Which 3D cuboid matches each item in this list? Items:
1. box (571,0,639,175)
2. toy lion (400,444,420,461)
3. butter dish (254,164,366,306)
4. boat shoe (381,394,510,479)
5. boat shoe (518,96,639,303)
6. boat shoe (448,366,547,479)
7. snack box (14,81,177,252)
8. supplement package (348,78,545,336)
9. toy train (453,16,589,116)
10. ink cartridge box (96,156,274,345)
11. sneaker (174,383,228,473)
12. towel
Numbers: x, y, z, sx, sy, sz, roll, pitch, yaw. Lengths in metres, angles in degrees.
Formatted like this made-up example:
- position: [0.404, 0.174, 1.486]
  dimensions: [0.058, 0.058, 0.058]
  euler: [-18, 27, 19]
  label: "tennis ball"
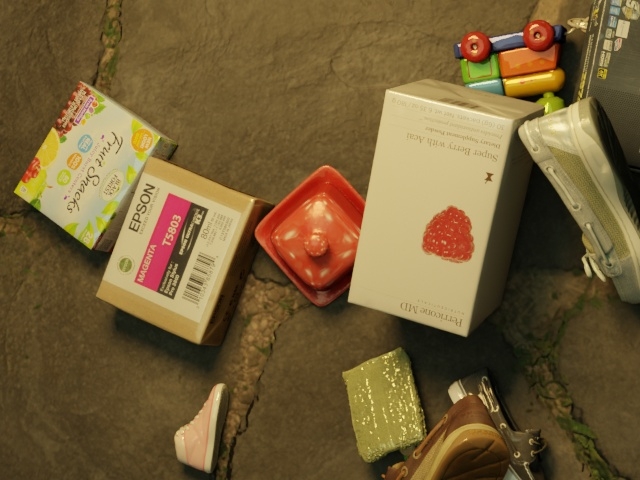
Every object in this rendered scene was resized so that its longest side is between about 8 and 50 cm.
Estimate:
- position: [0.433, -0.202, 1.644]
  dimensions: [0.183, 0.059, 0.233]
  euler: [12, 90, -8]
  label: "box"
- position: [0.171, 0.309, 1.742]
  dimensions: [0.100, 0.034, 0.096]
  euler: [-21, 86, 16]
  label: "toy lion"
- position: [0.000, 0.000, 1.770]
  dimensions: [0.160, 0.118, 0.160]
  euler: [-42, 91, 11]
  label: "butter dish"
- position: [0.141, 0.351, 1.691]
  dimensions: [0.123, 0.123, 0.342]
  euler: [14, 122, -18]
  label: "boat shoe"
- position: [0.353, -0.040, 1.593]
  dimensions: [0.103, 0.320, 0.118]
  euler: [-15, 39, 23]
  label: "boat shoe"
- position: [0.265, 0.273, 1.691]
  dimensions: [0.076, 0.080, 0.229]
  euler: [-38, 67, 14]
  label: "boat shoe"
- position: [-0.350, -0.113, 1.940]
  dimensions: [0.174, 0.070, 0.207]
  euler: [35, 98, 19]
  label: "snack box"
- position: [0.168, -0.049, 1.659]
  dimensions: [0.177, 0.175, 0.293]
  euler: [15, 107, 19]
  label: "supplement package"
- position: [0.316, -0.228, 1.709]
  dimensions: [0.247, 0.105, 0.144]
  euler: [-7, 93, 18]
  label: "toy train"
- position: [-0.203, 0.016, 1.868]
  dimensions: [0.193, 0.088, 0.235]
  euler: [21, 93, 19]
  label: "ink cartridge box"
- position: [-0.181, 0.274, 1.854]
  dimensions: [0.070, 0.051, 0.134]
  euler: [11, 93, 15]
  label: "sneaker"
- position: [0.092, 0.232, 1.759]
  dimensions: [0.110, 0.027, 0.148]
  euler: [-24, 58, 20]
  label: "towel"
